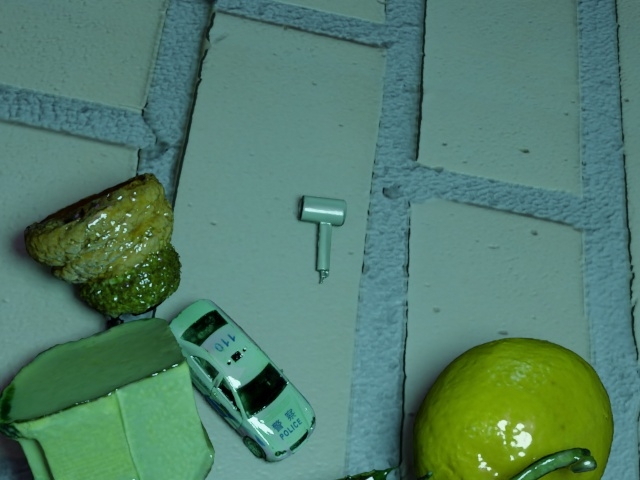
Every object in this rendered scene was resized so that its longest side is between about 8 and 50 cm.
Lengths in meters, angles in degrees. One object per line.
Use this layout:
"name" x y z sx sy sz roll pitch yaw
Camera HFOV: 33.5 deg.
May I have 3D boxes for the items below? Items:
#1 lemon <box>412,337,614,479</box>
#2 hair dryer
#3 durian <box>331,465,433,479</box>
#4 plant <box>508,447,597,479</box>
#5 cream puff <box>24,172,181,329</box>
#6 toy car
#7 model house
"lemon" 0.230 0.233 1.277 0.263 0.236 0.236 7 59 -41
"hair dryer" 0.000 0.000 1.450 0.063 0.038 0.124 7 70 -10
"durian" -0.046 0.345 1.198 0.375 0.132 0.106 -17 75 -5
"plant" 0.152 0.379 1.164 0.251 0.180 0.333 2 91 -14
"cream puff" -0.252 0.025 1.311 0.183 0.183 0.169 -29 102 -25
"toy car" -0.098 0.169 1.312 0.224 0.076 0.090 45 60 10
"model house" -0.238 0.221 1.208 0.214 0.195 0.189 -21 107 -15
